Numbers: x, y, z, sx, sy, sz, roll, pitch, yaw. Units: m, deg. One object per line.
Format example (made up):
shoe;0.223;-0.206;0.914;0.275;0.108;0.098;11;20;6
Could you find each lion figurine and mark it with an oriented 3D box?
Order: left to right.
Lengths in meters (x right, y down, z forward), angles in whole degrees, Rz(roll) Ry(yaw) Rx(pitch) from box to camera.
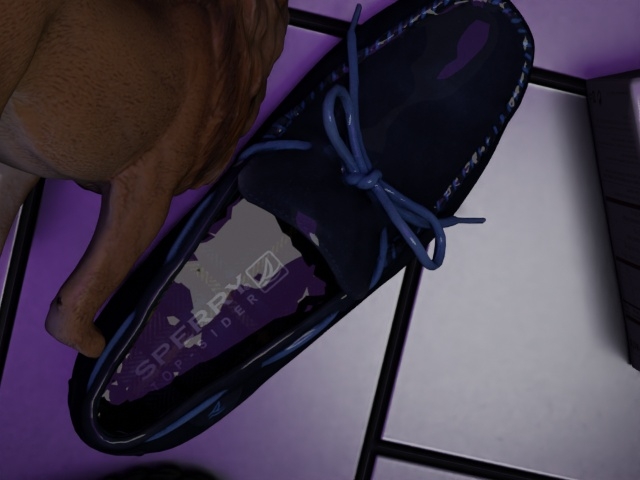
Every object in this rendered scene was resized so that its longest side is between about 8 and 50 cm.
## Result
lion figurine;-0.130;-0.080;0.680;0.142;0.392;0.240;30;94;12

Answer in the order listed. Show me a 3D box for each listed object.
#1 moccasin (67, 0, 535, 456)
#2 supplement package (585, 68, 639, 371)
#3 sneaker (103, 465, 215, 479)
moccasin;0.000;0.000;0.827;0.137;0.117;0.342;39;92;-6
supplement package;0.225;-0.013;0.847;0.105;0.105;0.179;-12;97;-3
sneaker;-0.202;0.221;0.822;0.343;0.146;0.134;-21;97;-1
